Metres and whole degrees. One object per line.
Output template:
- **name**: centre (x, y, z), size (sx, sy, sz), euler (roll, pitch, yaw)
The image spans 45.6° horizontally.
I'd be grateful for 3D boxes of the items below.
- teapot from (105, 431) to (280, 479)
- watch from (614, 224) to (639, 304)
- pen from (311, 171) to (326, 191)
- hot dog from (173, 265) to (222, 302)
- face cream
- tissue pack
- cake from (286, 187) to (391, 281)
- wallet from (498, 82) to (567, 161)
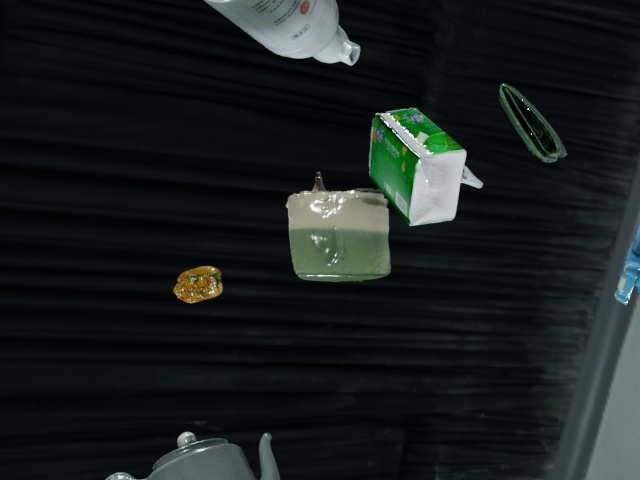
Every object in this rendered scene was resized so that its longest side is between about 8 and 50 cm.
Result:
- **teapot**: centre (-0.159, 0.313, 0.955), size (0.162, 0.239, 0.148), euler (114, 138, -55)
- **watch**: centre (0.801, 0.080, 1.762), size (0.211, 0.193, 0.210), euler (16, -90, -71)
- **pen**: centre (0.000, -0.055, 1.688), size (0.032, 0.053, 0.197), euler (-7, 86, 48)
- **hot dog**: centre (-0.265, 0.094, 1.626), size (0.188, 0.055, 0.072), euler (-17, 82, 54)
- **face cream**: centre (-0.052, -0.366, 1.201), size (0.146, 0.370, 0.145), euler (-4, 79, 23)
- **tissue pack**: centre (0.203, -0.149, 1.464), size (0.209, 0.156, 0.147), euler (-121, 26, -54)
- **cake**: centre (0.000, 0.001, 1.435), size (0.283, 0.172, 0.157), euler (160, 110, -72)
- **wallet**: centre (0.395, -0.215, 1.419), size (0.055, 0.236, 0.160), euler (-35, 82, 19)
